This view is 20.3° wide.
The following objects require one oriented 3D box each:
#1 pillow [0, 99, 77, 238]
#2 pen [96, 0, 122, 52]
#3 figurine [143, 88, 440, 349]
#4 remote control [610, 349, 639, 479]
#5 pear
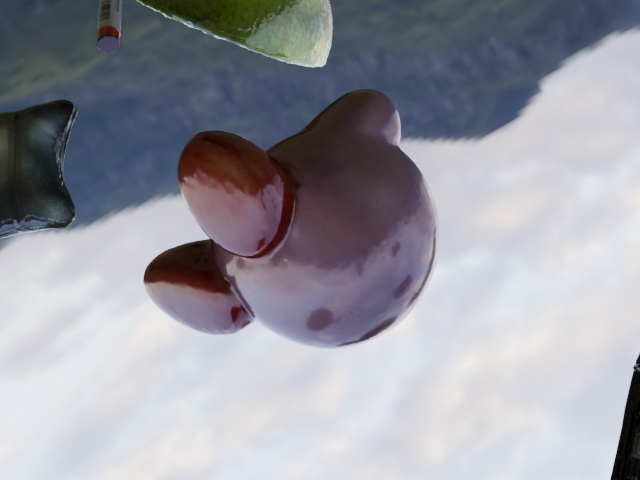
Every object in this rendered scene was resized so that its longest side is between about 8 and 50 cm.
[{"bbox_3d":[-0.254,-0.061,1.529,0.055,0.091,0.135,112,-20,-53],"label":"pillow"},{"bbox_3d":[-0.224,-0.289,1.936,0.026,0.026,0.218,-24,-134,26],"label":"pen"},{"bbox_3d":[-0.003,0.006,1.739,0.261,0.211,0.269,-24,155,-33],"label":"figurine"},{"bbox_3d":[0.433,0.141,2.139,0.145,0.062,0.398,2,-111,34],"label":"remote control"},{"bbox_3d":[-0.117,-0.298,2.025,0.239,0.288,0.139,-55,169,-70],"label":"pear"}]
